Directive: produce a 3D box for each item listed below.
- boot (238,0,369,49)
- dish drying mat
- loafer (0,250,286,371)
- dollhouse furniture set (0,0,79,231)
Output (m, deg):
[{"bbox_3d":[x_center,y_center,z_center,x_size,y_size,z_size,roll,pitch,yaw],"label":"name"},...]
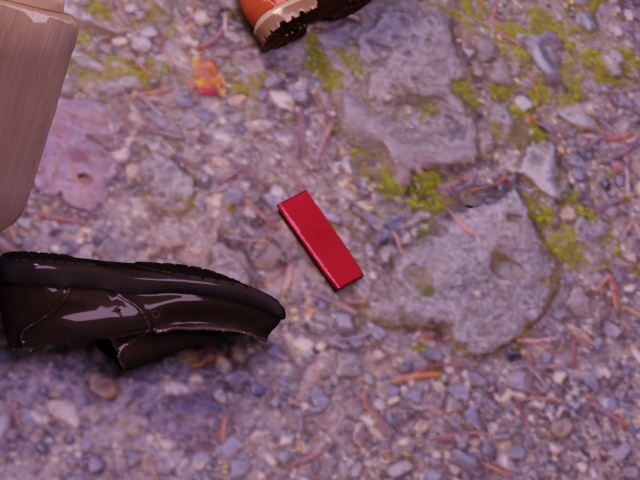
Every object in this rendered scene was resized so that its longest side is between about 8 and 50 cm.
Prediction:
[{"bbox_3d":[-0.004,-0.224,1.624,0.158,0.059,0.084,-25,71,-30],"label":"boot"},{"bbox_3d":[0.000,0.000,1.537,0.032,0.008,0.083,-28,77,-33],"label":"dish drying mat"},{"bbox_3d":[-0.133,0.056,1.421,0.220,0.080,0.078,7,94,-21],"label":"loafer"},{"bbox_3d":[-0.391,-0.111,1.257,0.394,0.256,0.362,13,17,-21],"label":"dollhouse furniture set"}]
